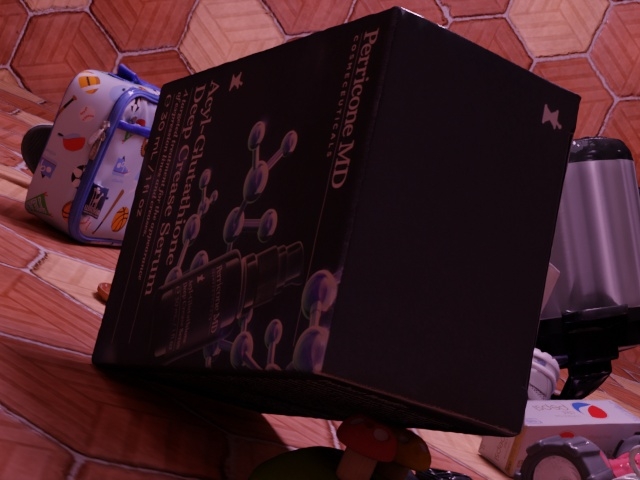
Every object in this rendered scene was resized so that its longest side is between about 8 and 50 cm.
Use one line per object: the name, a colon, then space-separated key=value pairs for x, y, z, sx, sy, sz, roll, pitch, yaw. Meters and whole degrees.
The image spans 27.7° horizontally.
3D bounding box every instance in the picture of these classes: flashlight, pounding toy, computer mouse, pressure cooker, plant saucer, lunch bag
flashlight: x=0.336 y=0.266 z=1.509 sx=0.304 sy=0.103 sz=0.103 roll=1 pitch=52 yaw=-54
pounding toy: x=0.065 y=0.207 z=1.066 sx=0.236 sy=0.110 sz=0.183 roll=24 pitch=6 yaw=-4
computer mouse: x=0.099 y=0.234 z=1.296 sx=0.071 sy=0.041 sz=0.242 roll=28 pitch=6 yaw=32
pressure cooker: x=0.359 y=0.062 z=2.140 sx=0.375 sy=0.421 sz=0.370 roll=-10 pitch=-5 yaw=29
plant saucer: x=-0.223 y=0.073 z=1.521 sx=0.083 sy=0.013 sz=0.083 roll=24 pitch=5 yaw=-2
lunch bag: x=-0.280 y=-0.117 z=1.829 sx=0.115 sy=0.243 sz=0.303 roll=26 pitch=5 yaw=16

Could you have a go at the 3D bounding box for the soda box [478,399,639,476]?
soda box: x=0.306 y=0.248 z=1.635 sx=0.216 sy=0.074 sz=0.069 roll=5 pitch=18 yaw=-34

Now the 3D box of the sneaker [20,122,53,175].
sneaker: x=-0.354 y=-0.119 z=2.090 sx=0.295 sy=0.124 sz=0.178 roll=30 pitch=8 yaw=-28

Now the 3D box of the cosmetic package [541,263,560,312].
cosmetic package: x=0.179 y=0.047 z=1.915 sx=0.296 sy=0.153 sz=0.129 roll=20 pitch=-9 yaw=40

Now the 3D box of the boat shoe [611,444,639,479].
boat shoe: x=0.285 y=0.267 z=1.177 sx=0.135 sy=0.156 sz=0.367 roll=29 pitch=4 yaw=29

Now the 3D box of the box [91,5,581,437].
box: x=0.000 y=0.000 z=1.156 sx=0.212 sy=0.294 sz=0.395 roll=21 pitch=-15 yaw=-32

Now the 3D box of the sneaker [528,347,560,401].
sneaker: x=0.180 y=0.182 z=1.750 sx=0.281 sy=0.105 sz=0.115 roll=10 pitch=47 yaw=8
